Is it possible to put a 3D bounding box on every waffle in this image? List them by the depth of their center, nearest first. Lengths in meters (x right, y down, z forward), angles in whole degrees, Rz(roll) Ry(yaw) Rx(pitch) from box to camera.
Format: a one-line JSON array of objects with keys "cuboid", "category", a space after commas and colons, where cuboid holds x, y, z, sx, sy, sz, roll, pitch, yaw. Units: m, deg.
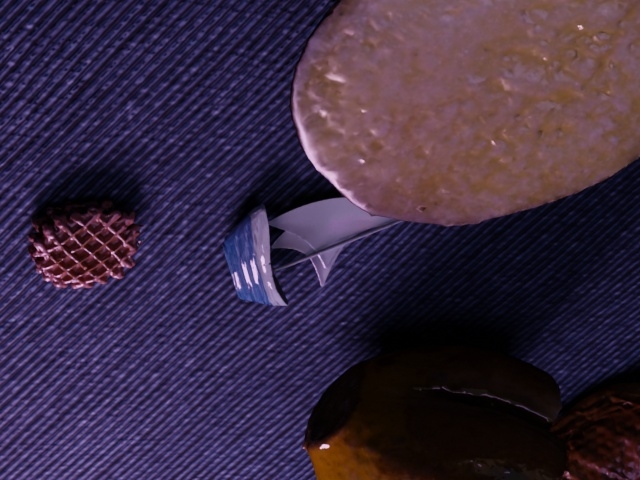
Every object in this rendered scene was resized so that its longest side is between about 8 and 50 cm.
[{"cuboid": [-0.170, 0.003, 1.139, 0.083, 0.029, 0.075, -7, 134, -18], "category": "waffle"}]

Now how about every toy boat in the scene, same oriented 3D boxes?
[{"cuboid": [-0.009, -0.004, 1.189, 0.149, 0.034, 0.105, -33, 137, 12], "category": "toy boat"}]

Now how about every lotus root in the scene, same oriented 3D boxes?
[{"cuboid": [0.087, 0.162, 1.286, 0.180, 0.188, 0.199, 32, 84, -16], "category": "lotus root"}]

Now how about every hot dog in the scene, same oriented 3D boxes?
[{"cuboid": [0.272, 0.224, 1.456, 0.227, 0.099, 0.160, -33, 127, -7], "category": "hot dog"}]

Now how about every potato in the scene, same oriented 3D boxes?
[{"cuboid": [0.119, -0.142, 1.055, 0.299, 0.116, 0.239, -29, 130, 23], "category": "potato"}]
